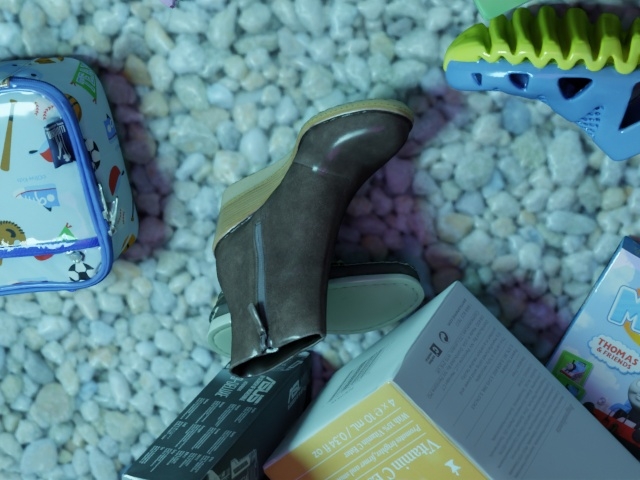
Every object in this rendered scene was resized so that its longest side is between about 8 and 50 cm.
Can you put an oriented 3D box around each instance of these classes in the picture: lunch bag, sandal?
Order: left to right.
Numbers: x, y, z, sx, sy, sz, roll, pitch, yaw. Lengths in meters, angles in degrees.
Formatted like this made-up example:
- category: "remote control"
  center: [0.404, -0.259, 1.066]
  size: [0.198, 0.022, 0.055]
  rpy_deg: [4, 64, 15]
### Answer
- category: "lunch bag"
  center: [-0.333, -0.051, 1.920]
  size: [0.303, 0.115, 0.243]
  rpy_deg: [-4, 112, 18]
- category: "sandal"
  center: [0.265, -0.130, 1.717]
  size: [0.317, 0.126, 0.138]
  rpy_deg: [7, 117, 14]

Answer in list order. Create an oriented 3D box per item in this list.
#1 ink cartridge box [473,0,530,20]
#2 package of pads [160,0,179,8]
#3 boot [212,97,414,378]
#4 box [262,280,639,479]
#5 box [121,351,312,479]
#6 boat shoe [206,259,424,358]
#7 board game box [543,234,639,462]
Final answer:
- category: "ink cartridge box"
  center: [0.139, -0.318, 1.652]
  size: [0.093, 0.160, 0.219]
  rpy_deg: [-24, 103, 21]
- category: "package of pads"
  center: [-0.161, -0.263, 1.830]
  size: [0.083, 0.032, 0.050]
  rpy_deg: [32, 113, 1]
- category: "boot"
  center: [0.000, 0.000, 1.797]
  size: [0.248, 0.206, 0.090]
  rpy_deg: [-31, 141, 34]
- category: "box"
  center: [0.156, 0.248, 1.841]
  size: [0.345, 0.168, 0.215]
  rpy_deg: [45, 133, -5]
- category: "box"
  center: [-0.095, 0.270, 1.872]
  size: [0.077, 0.307, 0.242]
  rpy_deg: [9, 113, 18]
- category: "boat shoe"
  center: [-0.006, 0.053, 1.888]
  size: [0.228, 0.068, 0.081]
  rpy_deg: [-15, 134, 21]
- category: "board game box"
  center: [0.307, 0.122, 1.848]
  size: [0.160, 0.039, 0.211]
  rpy_deg: [30, 115, 4]
